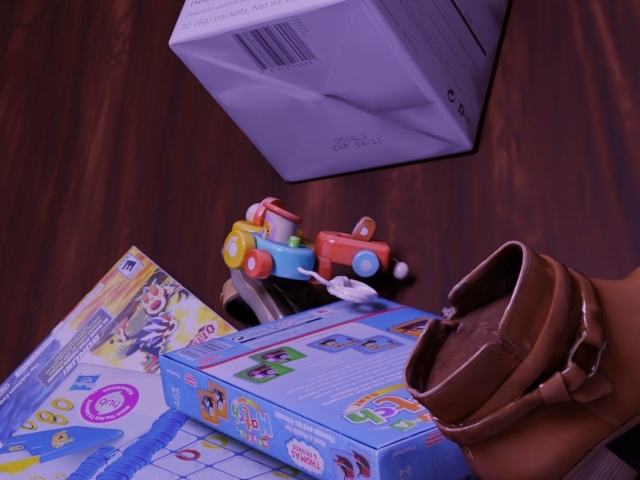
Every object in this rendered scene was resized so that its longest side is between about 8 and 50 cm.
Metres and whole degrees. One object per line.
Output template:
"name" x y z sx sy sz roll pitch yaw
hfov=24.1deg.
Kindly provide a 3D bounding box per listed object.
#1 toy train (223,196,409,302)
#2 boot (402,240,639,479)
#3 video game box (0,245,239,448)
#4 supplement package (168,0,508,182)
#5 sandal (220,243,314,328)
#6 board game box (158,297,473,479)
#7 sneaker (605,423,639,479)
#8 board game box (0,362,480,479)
"toy train" 0.000 0.000 0.999 0.125 0.166 0.046 12 97 3
"boot" 0.135 0.037 0.745 0.073 0.152 0.197 20 74 51
"video game box" -0.155 0.122 1.111 0.205 0.048 0.187 -48 44 -8
"supplement package" 0.035 -0.221 1.173 0.178 0.175 0.293 -9 49 33
"sandal" -0.039 0.046 1.047 0.049 0.072 0.180 -58 19 10
"board game box" 0.030 0.084 0.860 0.160 0.039 0.211 -15 17 -34
"sneaker" 0.265 0.105 0.753 0.296 0.104 0.147 4 62 45
"board game box" -0.090 0.209 0.839 0.308 0.086 0.302 5 35 29
